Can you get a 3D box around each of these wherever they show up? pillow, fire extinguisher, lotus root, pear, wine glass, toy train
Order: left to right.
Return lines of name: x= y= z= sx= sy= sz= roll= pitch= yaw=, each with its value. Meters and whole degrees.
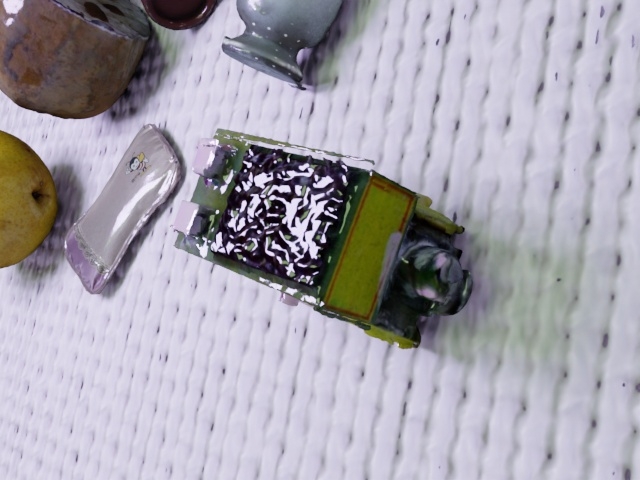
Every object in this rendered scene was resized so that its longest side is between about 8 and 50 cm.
pear: x=-0.482 y=-0.059 z=1.189 sx=0.209 sy=0.209 sz=0.209 roll=-18 pitch=64 yaw=40
lotus root: x=-0.378 y=-0.289 z=1.149 sx=0.272 sy=0.272 sz=0.192 roll=52 pitch=123 yaw=42
pillow: x=-0.266 y=-0.041 z=1.088 sx=0.233 sy=0.038 sz=0.131 roll=-52 pitch=49 yaw=14
fire extinguisher: x=-0.255 y=-0.431 z=1.155 sx=0.138 sy=0.102 sz=0.344 roll=-19 pitch=53 yaw=-10
wine glass: x=-0.029 y=-0.277 z=0.888 sx=0.111 sy=0.111 sz=0.204 roll=28 pitch=98 yaw=46
toy train: x=0.000 y=0.000 z=0.712 sx=0.261 sy=0.177 sz=0.134 roll=18 pitch=88 yaw=46
